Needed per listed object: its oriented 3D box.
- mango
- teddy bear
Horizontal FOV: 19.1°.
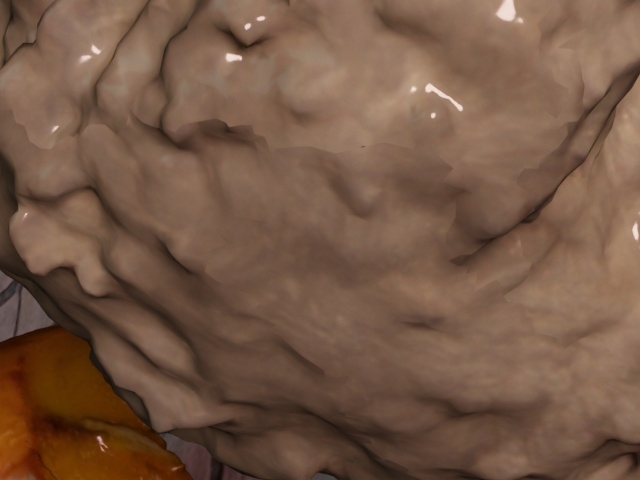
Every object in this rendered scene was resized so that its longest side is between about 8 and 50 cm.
[{"bbox_3d":[-0.172,0.183,1.076,0.201,0.199,0.350,-52,-3,-43],"label":"mango"},{"bbox_3d":[0.066,-0.009,0.544,0.357,0.367,0.224,-4,51,51],"label":"teddy bear"}]
